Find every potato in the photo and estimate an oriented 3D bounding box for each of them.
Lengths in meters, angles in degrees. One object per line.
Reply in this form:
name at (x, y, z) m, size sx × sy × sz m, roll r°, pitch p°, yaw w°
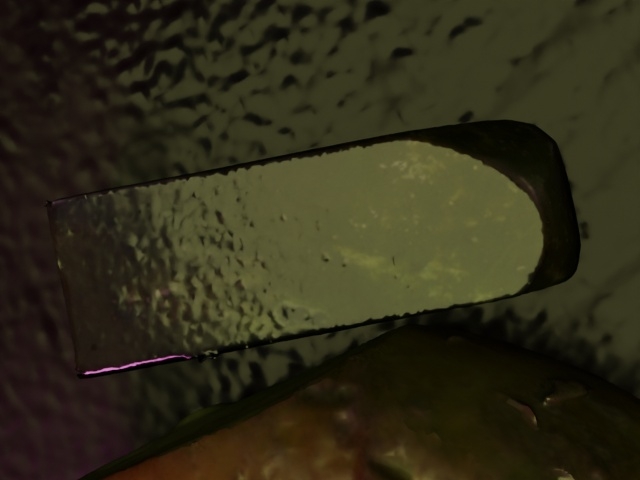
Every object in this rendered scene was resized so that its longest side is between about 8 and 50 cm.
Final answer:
potato at (0.017, 0.122, 0.496) m, size 0.298 × 0.141 × 0.176 m, roll -1°, pitch 88°, yaw 11°

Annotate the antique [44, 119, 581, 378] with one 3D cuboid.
antique at (0.000, 0.000, 0.531) m, size 0.221 × 0.081 × 0.080 m, roll -11°, pitch 90°, yaw 11°
